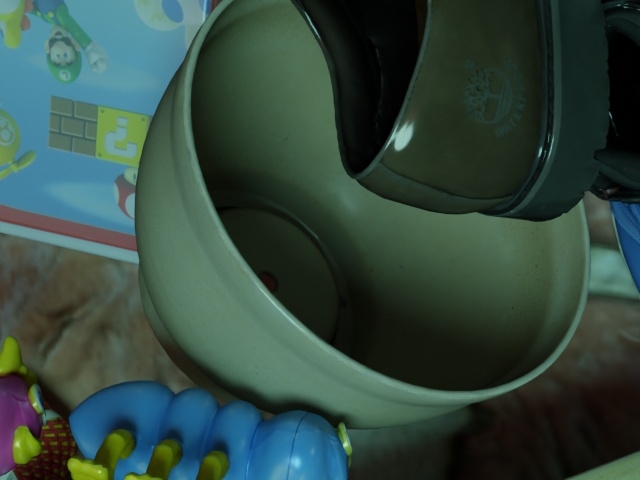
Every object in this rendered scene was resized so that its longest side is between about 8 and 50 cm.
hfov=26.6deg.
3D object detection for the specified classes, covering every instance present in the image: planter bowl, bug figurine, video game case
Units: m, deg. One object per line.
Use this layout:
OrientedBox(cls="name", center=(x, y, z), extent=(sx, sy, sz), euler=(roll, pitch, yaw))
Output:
OrientedBox(cls="planter bowl", center=(0.000, 0.000, 0.485), extent=(0.162, 0.162, 0.109), euler=(49, 137, 0))
OrientedBox(cls="bug figurine", center=(-0.087, 0.110, 0.502), extent=(0.216, 0.072, 0.279), euler=(14, 145, 4))
OrientedBox(cls="video game case", center=(-0.130, -0.142, 0.549), extent=(0.204, 0.025, 0.285), euler=(12, 109, 15))

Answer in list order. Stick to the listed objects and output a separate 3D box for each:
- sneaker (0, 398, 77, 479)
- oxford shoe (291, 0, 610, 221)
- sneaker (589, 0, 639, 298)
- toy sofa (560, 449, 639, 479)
OrientedBox(cls="sneaker", center=(-0.168, 0.136, 0.631), extent=(0.067, 0.064, 0.175), euler=(35, 108, 25))
OrientedBox(cls="oxford shoe", center=(0.028, -0.120, 0.432), extent=(0.083, 0.096, 0.227), euler=(-31, 63, 56))
OrientedBox(cls="sneaker", center=(0.121, -0.014, 0.466), extent=(0.058, 0.084, 0.152), euler=(-13, 101, 22))
OrientedBox(cls="toy sofa", center=(0.071, 0.170, 0.418), extent=(0.363, 0.177, 0.150), euler=(-21, 54, 0))
